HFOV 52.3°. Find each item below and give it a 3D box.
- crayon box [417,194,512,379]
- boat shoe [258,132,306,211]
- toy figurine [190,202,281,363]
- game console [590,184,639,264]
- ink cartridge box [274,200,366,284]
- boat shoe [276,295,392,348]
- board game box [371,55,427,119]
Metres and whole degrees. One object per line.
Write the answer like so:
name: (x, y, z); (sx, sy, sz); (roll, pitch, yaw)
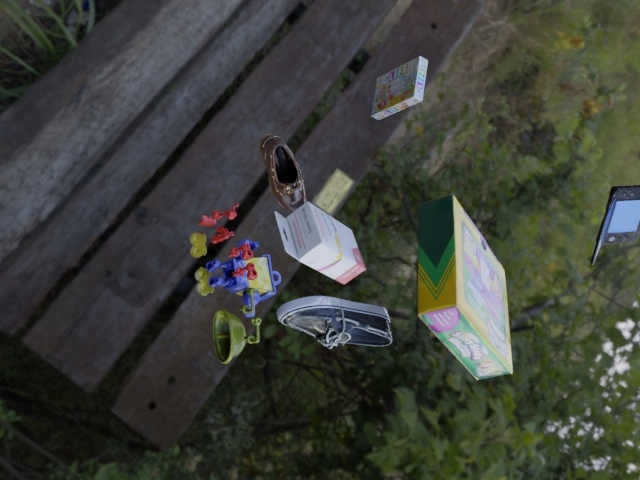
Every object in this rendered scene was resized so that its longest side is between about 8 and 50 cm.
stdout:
crayon box: (0.354, 0.121, 1.597); (0.363, 0.106, 0.313); (46, 40, -41)
boat shoe: (-0.078, -0.140, 1.458); (0.073, 0.073, 0.207); (-37, 129, -14)
toy figurine: (-0.157, 0.104, 1.584); (0.191, 0.363, 0.217); (-28, 156, 35)
game console: (0.514, -0.025, 1.113); (0.071, 0.107, 0.122); (-94, -178, -51)
ink cartridge box: (0.000, 0.000, 1.335); (0.067, 0.115, 0.198); (-36, 140, 22)
boat shoe: (0.040, 0.215, 1.613); (0.113, 0.306, 0.105); (-48, -140, 41)
board game box: (0.181, -0.350, 1.510); (0.154, 0.026, 0.104); (-14, -118, 55)
